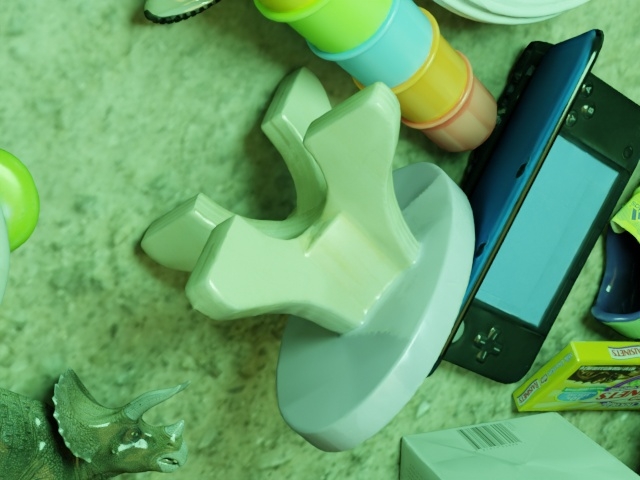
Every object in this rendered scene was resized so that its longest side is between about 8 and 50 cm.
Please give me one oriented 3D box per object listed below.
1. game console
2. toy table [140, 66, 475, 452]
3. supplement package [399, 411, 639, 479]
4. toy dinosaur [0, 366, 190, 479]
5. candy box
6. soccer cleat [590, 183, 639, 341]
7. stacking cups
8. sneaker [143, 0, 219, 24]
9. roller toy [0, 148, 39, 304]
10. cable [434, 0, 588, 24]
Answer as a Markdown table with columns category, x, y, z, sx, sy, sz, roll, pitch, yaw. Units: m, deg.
| category | x | y | z | sx | sy | sz | roll | pitch | yaw |
| --- | --- | --- | --- | --- | --- | --- | --- | --- | --- |
| game console | 0.192 | -0.008 | 0.973 | 0.250 | 0.173 | 0.293 | 24 | 95 | -35 |
| toy table | 0.000 | 0.000 | 0.861 | 0.252 | 0.274 | 0.161 | -35 | 116 | 26 |
| supplement package | 0.181 | 0.338 | 1.083 | 0.177 | 0.175 | 0.293 | -5 | 108 | -21 |
| toy dinosaur | -0.261 | 0.164 | 0.849 | 0.313 | 0.121 | 0.160 | 7 | 95 | -34 |
| candy box | 0.301 | 0.135 | 1.134 | 0.205 | 0.027 | 0.105 | 3 | 146 | -27 |
| soccer cleat | 0.337 | -0.040 | 1.090 | 0.121 | 0.093 | 0.289 | 9 | 103 | -27 |
| stacking cups | 0.045 | -0.158 | 0.864 | 0.316 | 0.096 | 0.096 | 32 | 91 | -46 |
| sneaker | -0.073 | -0.223 | 0.856 | 0.161 | 0.057 | 0.075 | -34 | 102 | -12 |
| roller toy | -0.310 | 0.003 | 0.751 | 0.209 | 0.146 | 0.191 | 22 | 86 | -25 |
| cable | 0.145 | -0.297 | 0.886 | 0.257 | 0.089 | 0.257 | -29 | 118 | -16 |
